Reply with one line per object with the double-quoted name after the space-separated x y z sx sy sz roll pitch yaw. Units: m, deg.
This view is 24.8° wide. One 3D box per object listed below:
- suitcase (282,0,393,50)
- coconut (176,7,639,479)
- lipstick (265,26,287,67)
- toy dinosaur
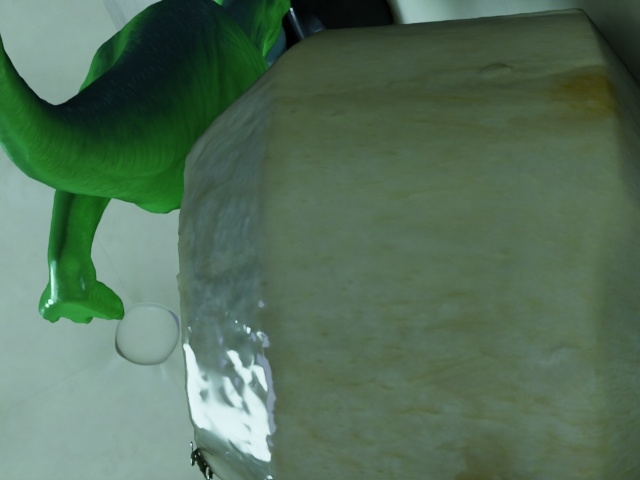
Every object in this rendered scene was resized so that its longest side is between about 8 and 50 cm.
0.026 -0.125 1.278 0.206 0.066 0.286 50 166 50 "suitcase"
0.082 0.025 0.775 0.323 0.323 0.323 59 171 15 "coconut"
-0.052 -0.146 1.276 0.048 0.048 0.158 59 172 13 "lipstick"
-0.080 -0.139 0.896 0.500 0.144 0.375 83 -163 -64 "toy dinosaur"
